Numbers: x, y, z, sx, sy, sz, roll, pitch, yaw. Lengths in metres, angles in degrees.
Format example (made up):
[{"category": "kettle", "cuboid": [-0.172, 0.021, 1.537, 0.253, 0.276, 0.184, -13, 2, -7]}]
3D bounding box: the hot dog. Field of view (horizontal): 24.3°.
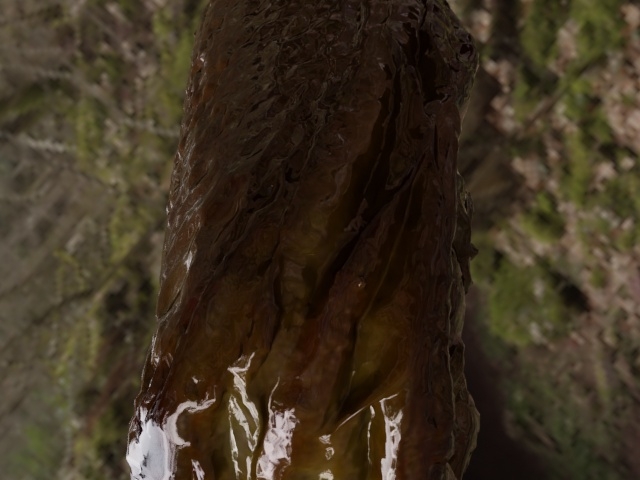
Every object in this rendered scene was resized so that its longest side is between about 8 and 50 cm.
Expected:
[{"category": "hot dog", "cuboid": [0.000, 0.000, 0.553, 0.272, 0.122, 0.196, -86, -3, -57]}]
